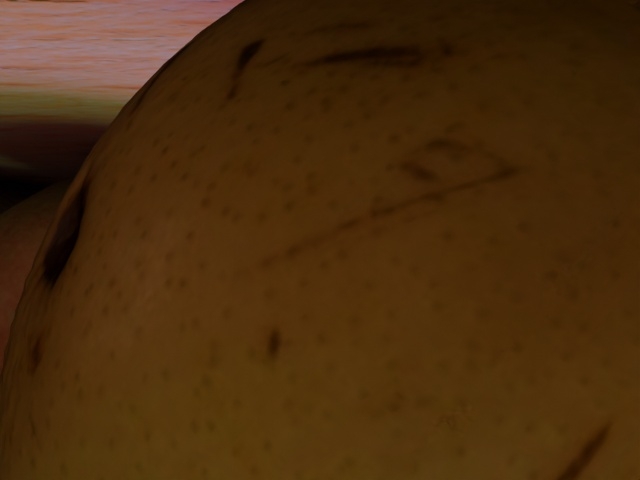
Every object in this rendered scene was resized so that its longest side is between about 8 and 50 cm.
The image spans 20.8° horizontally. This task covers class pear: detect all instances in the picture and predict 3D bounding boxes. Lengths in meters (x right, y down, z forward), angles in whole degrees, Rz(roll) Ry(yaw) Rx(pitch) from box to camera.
[{"bbox_3d":[0.064,0.061,0.584,0.348,0.348,0.348,4,173,1],"label":"pear"}]

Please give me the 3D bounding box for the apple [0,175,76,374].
[{"bbox_3d":[-0.104,0.118,1.101,0.277,0.319,0.319,40,180,12],"label":"apple"}]

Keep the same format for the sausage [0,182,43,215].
[{"bbox_3d":[-0.326,-0.001,1.170,0.501,0.123,0.136,11,143,-40],"label":"sausage"}]
